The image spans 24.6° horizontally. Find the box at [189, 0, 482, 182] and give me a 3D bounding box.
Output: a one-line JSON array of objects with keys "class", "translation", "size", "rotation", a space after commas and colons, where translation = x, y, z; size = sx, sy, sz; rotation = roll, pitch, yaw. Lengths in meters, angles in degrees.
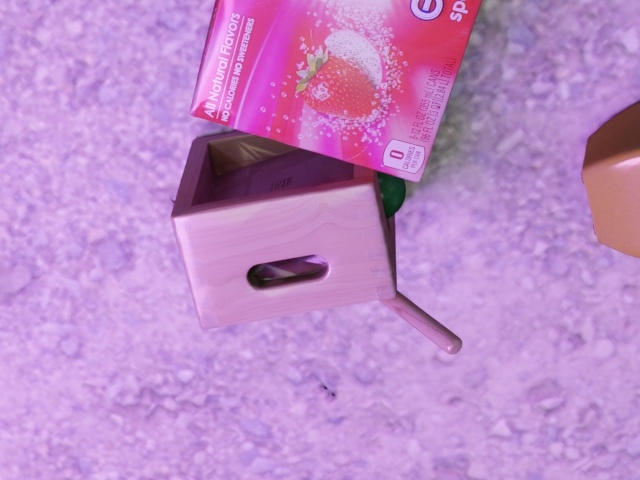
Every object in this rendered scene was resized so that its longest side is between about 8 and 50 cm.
[{"class": "box", "translation": [0.028, -0.177, 0.739], "size": [0.128, 0.122, 0.257], "rotation": [16, 116, -5]}]

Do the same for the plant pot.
[{"class": "plant pot", "translation": [0.194, -0.034, 0.831], "size": [0.083, 0.081, 0.081], "rotation": [-9, 116, 19]}]

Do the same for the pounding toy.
[{"class": "pounding toy", "translation": [0.000, 0.000, 0.826], "size": [0.141, 0.130, 0.100], "rotation": [-9, 116, 7]}]
